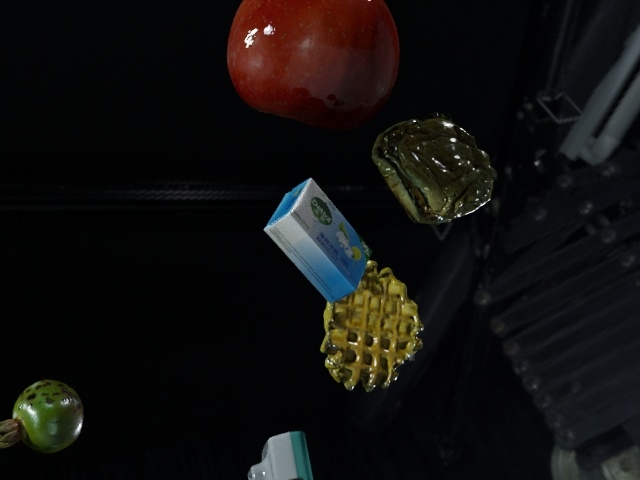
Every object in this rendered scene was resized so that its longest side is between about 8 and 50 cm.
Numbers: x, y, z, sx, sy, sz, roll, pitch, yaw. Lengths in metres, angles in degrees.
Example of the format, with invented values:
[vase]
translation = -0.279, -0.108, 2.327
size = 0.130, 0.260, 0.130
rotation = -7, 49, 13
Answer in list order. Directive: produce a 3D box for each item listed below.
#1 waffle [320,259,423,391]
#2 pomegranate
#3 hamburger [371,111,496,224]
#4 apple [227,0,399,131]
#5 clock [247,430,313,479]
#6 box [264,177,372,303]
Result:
[waffle]
translation = 0.108, 0.193, 1.741
size = 0.262, 0.060, 0.280
rotation = -37, -80, -22
[pomegranate]
translation = -0.617, 0.392, 1.703
size = 0.205, 0.159, 0.159
rotation = -17, -35, -47
[hamburger]
translation = 0.195, -0.120, 1.381
size = 0.183, 0.206, 0.130
rotation = -27, -14, -28
[apple]
translation = -0.014, -0.287, 1.177
size = 0.260, 0.260, 0.216
rotation = 4, -74, -30
[clock]
translation = -0.059, 0.466, 1.305
size = 0.116, 0.262, 0.231
rotation = -10, -18, -5
[box]
translation = 0.000, 0.001, 1.457
size = 0.073, 0.139, 0.194
rotation = -31, -72, 32
